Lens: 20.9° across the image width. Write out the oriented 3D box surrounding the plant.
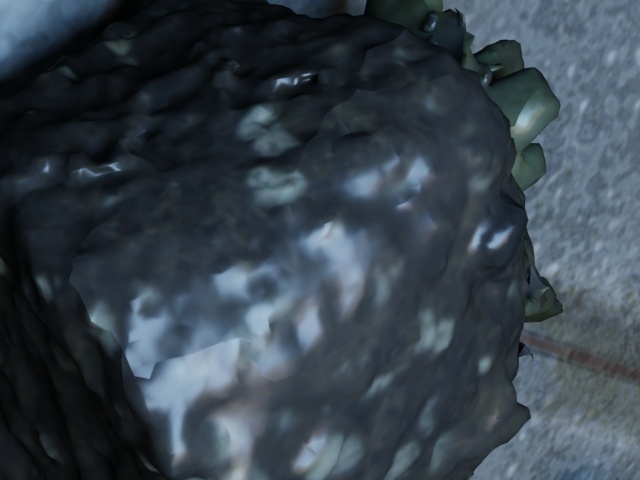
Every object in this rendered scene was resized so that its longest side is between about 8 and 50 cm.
[{"bbox_3d":[0.000,0.000,0.727,0.312,0.213,0.215,-26,128,-32],"label":"plant"}]
